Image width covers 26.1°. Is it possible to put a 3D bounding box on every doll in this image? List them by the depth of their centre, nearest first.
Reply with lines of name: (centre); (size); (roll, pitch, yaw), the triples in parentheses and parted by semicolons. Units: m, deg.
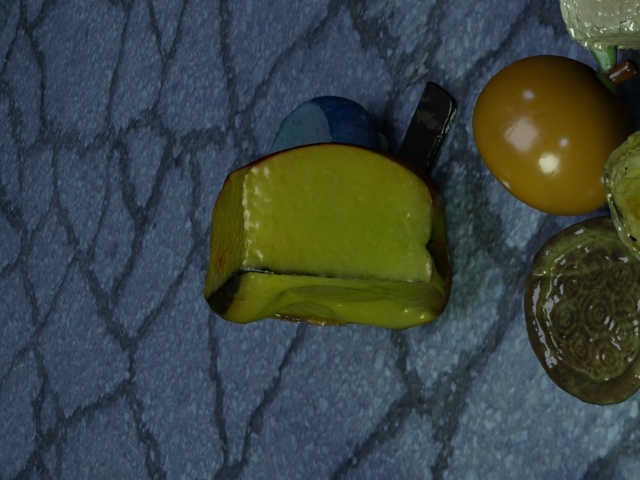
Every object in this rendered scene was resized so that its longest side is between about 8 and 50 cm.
doll: (0.309, -0.155, 1.720); (0.236, 0.213, 0.213); (-48, 47, 22)

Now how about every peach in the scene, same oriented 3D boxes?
peach: (0.000, 0.000, 2.019); (0.306, 0.380, 0.243); (62, -154, -69)

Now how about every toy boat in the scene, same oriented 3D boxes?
toy boat: (0.011, -0.108, 2.238); (0.330, 0.123, 0.215); (125, 141, -52)

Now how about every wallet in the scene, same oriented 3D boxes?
wallet: (0.157, -0.157, 2.087); (0.082, 0.018, 0.157); (49, 123, 47)

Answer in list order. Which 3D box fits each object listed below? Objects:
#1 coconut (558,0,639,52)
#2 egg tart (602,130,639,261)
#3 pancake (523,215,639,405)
coconut: (0.399, -0.347, 1.529); (0.297, 0.297, 0.255); (-3, 94, 55)
egg tart: (0.439, -0.031, 1.510); (0.288, 0.118, 0.288); (34, 153, 20)
pancake: (0.351, 0.089, 1.756); (0.250, 0.031, 0.250); (-10, 77, 54)
